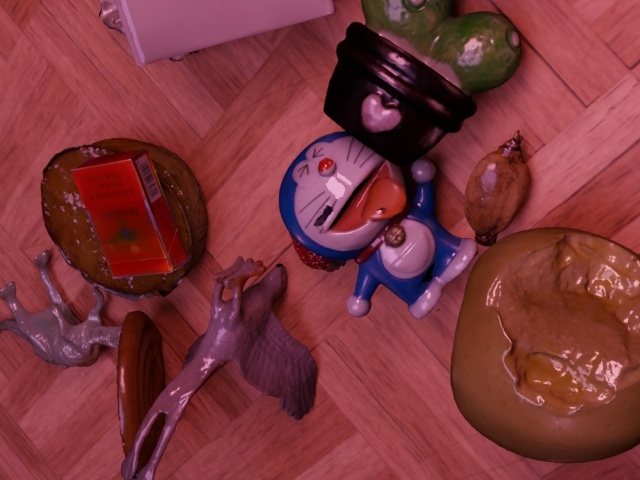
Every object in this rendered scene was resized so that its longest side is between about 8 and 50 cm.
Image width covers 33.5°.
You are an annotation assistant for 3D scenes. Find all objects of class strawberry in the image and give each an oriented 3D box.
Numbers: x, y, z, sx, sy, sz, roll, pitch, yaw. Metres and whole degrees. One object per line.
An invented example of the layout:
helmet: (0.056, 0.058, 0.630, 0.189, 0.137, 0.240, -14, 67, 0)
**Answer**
strawberry: (0.000, 0.000, 1.442, 0.096, 0.083, 0.083, 22, 121, 32)

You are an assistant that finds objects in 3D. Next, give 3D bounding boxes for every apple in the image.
apple: (0.274, 0.121, 1.201, 0.279, 0.279, 0.279, 14, 117, 28)

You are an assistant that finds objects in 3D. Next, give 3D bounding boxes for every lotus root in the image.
lotus root: (0.211, -0.065, 1.279, 0.072, 0.063, 0.152, 10, 119, -13)

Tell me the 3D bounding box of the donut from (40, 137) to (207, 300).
donut: (-0.282, -0.043, 1.595, 0.272, 0.107, 0.272, 14, 121, 24)

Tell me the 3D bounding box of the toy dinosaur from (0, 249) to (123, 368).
toy dinosaur: (-0.474, 0.137, 1.812, 0.393, 0.092, 0.205, -23, 102, 36)

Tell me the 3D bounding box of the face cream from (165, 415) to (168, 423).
face cream: (-0.272, 0.307, 1.789, 0.038, 0.020, 0.115, 50, 127, 6)

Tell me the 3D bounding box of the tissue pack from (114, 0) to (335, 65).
tissue pack: (-0.117, -0.310, 1.265, 0.246, 0.159, 0.136, -15, 106, 1)

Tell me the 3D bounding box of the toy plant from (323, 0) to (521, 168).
toy plant: (0.108, -0.217, 1.228, 0.218, 0.175, 0.235, 36, 98, 7)

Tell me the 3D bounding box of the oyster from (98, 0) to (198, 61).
oyster: (-0.206, -0.350, 1.415, 0.223, 0.083, 0.214, 27, 122, 18)

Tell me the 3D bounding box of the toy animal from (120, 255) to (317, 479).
toy animal: (-0.158, 0.158, 1.482, 0.225, 0.284, 0.302, 27, 124, 24)

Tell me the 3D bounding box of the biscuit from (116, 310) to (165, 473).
biscuit: (-0.269, 0.234, 1.629, 0.037, 0.262, 0.262, -5, 111, 1)

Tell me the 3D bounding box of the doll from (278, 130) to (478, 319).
doll: (0.065, -0.018, 1.330, 0.257, 0.161, 0.215, 37, 94, -2)

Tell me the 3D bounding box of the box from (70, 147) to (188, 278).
box: (-0.267, -0.036, 1.497, 0.112, 0.048, 0.175, -6, 112, 28)
